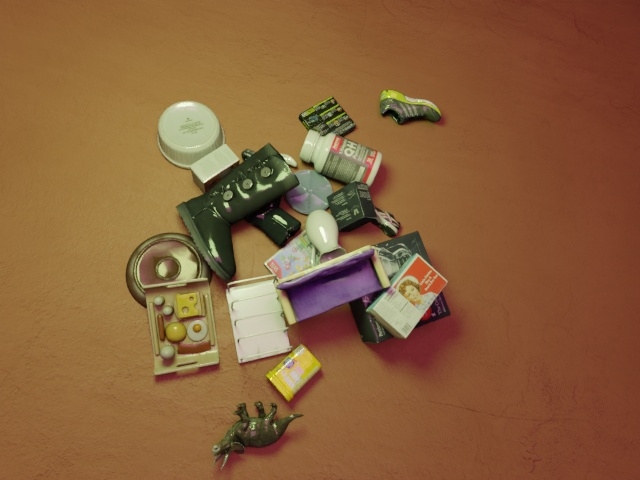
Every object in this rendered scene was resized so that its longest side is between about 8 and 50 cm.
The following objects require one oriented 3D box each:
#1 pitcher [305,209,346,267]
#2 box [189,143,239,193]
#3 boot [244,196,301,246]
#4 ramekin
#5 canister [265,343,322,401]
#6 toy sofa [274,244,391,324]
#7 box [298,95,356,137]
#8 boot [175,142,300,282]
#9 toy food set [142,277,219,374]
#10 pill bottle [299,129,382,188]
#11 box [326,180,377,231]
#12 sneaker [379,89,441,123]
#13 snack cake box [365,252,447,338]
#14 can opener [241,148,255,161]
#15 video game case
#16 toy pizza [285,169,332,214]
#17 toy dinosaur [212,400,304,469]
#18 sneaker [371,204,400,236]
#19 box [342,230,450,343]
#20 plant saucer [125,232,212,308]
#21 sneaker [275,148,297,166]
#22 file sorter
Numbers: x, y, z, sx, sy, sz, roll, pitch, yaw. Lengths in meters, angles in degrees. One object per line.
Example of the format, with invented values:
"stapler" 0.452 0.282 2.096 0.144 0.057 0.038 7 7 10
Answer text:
"pitcher" 0.000 0.000 1.623 0.126 0.178 0.207 13 46 -39
"box" -0.415 -0.278 1.650 0.171 0.130 0.091 -39 84 -19
"boot" -0.157 -0.118 1.666 0.207 0.094 0.246 35 76 5
"ramekin" -0.524 -0.436 1.681 0.273 0.127 0.272 3 72 -10
"canister" -0.094 0.474 1.504 0.170 0.073 0.126 -40 84 -21
"toy sofa" 0.040 0.151 1.403 0.363 0.177 0.150 -21 81 0
"box" 0.031 -0.530 1.863 0.191 0.045 0.184 -36 80 -18
"boot" -0.266 -0.110 1.557 0.446 0.146 0.366 -33 76 -6
"toy food set" -0.484 0.293 1.450 0.220 0.092 0.305 -8 89 -13
"pill bottle" 0.081 -0.341 1.741 0.319 0.176 0.176 21 70 -4
"box" 0.125 -0.134 1.685 0.093 0.156 0.158 2 68 -47
"sneaker" 0.410 -0.592 1.934 0.300 0.111 0.121 16 80 0
"snack cake box" 0.303 0.195 1.463 0.152 0.089 0.264 42 72 2
"can opener" -0.246 -0.320 1.734 0.186 0.059 0.073 31 69 0
"video game case" -0.052 0.079 1.663 0.285 0.025 0.204 -40 84 -19
"toy pizza" -0.049 -0.201 1.749 0.202 0.032 0.201 3 73 -11
"toy dinosaur" -0.215 0.642 1.423 0.314 0.121 0.160 -5 86 -17
"sneaker" 0.265 -0.097 1.766 0.178 0.072 0.077 45 58 -3
"box" 0.269 0.181 1.599 0.313 0.179 0.342 -18 81 -15
"plant saucer" -0.561 0.110 1.544 0.311 0.050 0.310 3 71 -9
"sneaker" -0.171 -0.340 1.764 0.152 0.053 0.061 26 79 5
"file sorter" -0.220 0.275 1.491 0.193 0.173 0.277 -10 74 -14
